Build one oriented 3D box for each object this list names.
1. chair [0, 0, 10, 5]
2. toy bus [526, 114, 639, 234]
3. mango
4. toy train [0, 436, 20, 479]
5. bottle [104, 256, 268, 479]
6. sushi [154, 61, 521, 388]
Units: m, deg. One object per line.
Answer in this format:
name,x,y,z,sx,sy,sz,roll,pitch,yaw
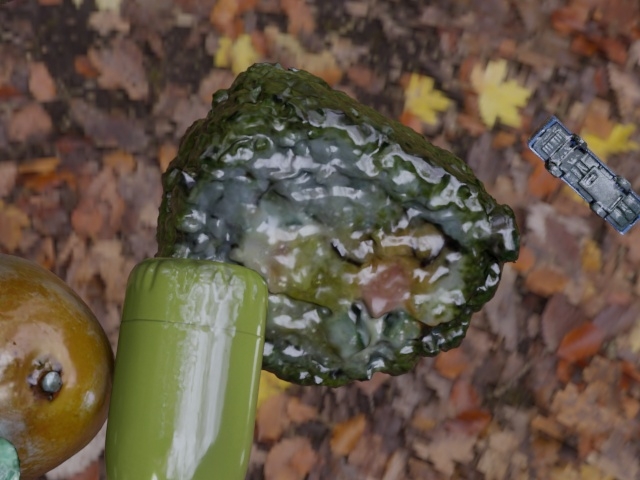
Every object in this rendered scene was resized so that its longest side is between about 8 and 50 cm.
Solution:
chair,-0.153,-0.316,1.483,0.319,0.160,0.186,-26,106,-38
toy bus,0.289,-0.073,1.863,0.153,0.061,0.051,41,99,-13
mango,-0.298,0.105,1.405,0.222,0.384,0.198,6,91,-30
toy train,-0.309,0.104,0.858,0.307,0.189,0.126,11,79,-37
bottle,-0.106,0.147,1.287,0.112,0.112,0.260,7,81,-2
sushi,0.000,0.000,1.769,0.352,0.294,0.178,26,14,-15
